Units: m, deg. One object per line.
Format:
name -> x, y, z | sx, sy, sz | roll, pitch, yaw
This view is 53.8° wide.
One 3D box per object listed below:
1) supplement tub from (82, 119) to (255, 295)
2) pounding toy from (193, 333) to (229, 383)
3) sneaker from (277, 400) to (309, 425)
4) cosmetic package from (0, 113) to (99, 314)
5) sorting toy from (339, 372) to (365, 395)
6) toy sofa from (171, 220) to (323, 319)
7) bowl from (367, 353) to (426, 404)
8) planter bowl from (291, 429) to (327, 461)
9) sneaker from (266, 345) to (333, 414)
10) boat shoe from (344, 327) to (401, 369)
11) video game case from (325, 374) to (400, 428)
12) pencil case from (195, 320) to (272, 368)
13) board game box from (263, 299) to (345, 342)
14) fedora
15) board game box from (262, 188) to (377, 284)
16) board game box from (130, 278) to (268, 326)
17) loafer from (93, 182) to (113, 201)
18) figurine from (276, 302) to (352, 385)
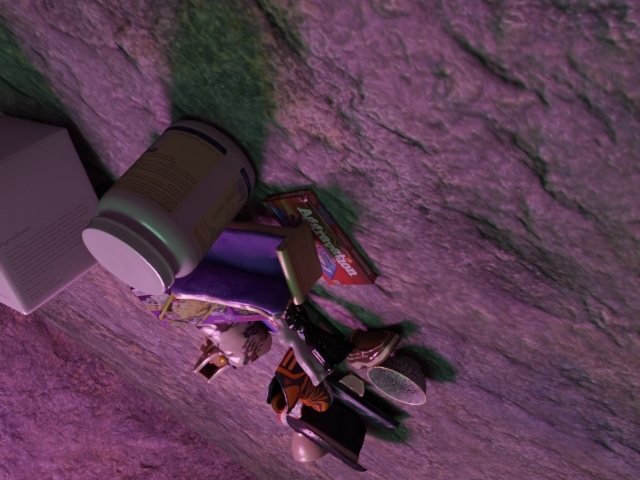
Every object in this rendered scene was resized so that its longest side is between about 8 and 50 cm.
supplement tub -> -0.313, -0.070, 1.326 | 0.235, 0.325, 0.235 | 24, 148, 16
pounding toy -> -0.393, 0.399, 2.234 | 0.155, 0.154, 0.269 | 41, 148, -14
sneaker -> -0.083, 0.645, 2.357 | 0.145, 0.090, 0.270 | 19, 144, 27
cosmetic package -> -0.824, -0.079, 1.701 | 0.329, 0.327, 0.393 | 16, 134, 35
sorting toy -> 0.096, 0.446, 1.962 | 0.083, 0.045, 0.075 | 34, 157, -2
toy sofa -> -0.193, 0.046, 1.441 | 0.363, 0.177, 0.150 | 8, 127, 34
bowl -> 0.217, 0.356, 1.680 | 0.170, 0.080, 0.170 | 23, 148, 15
planter bowl -> -0.044, 0.771, 2.460 | 0.162, 0.162, 0.109 | -4, 106, 46
sneaker -> -0.075, 0.461, 1.901 | 0.125, 0.180, 0.321 | 14, 143, 36
boat shoe -> 0.116, 0.276, 1.651 | 0.095, 0.095, 0.257 | 41, 149, -1
video game case -> 0.110, 0.527, 2.047 | 0.274, 0.026, 0.196 | 33, 159, -2
pencil case -> -0.321, 0.211, 1.897 | 0.184, 0.160, 0.410 | -10, 130, 32
board game box -> -0.104, 0.202, 1.794 | 0.317, 0.046, 0.213 | 45, 147, -19
fedora -> 0.050, 0.640, 2.141 | 0.334, 0.152, 0.334 | 31, 164, 10
board game box -> 0.000, 0.000, 1.429 | 0.145, 0.027, 0.281 | -6, 132, 45
board game box -> -0.299, 0.153, 1.671 | 0.347, 0.056, 0.208 | -6, 138, 15
loafer -> -0.554, -0.074, 1.789 | 0.223, 0.076, 0.078 | 42, 139, -21
figurine -> -0.036, 0.272, 1.702 | 0.209, 0.092, 0.215 | 46, 151, 9
